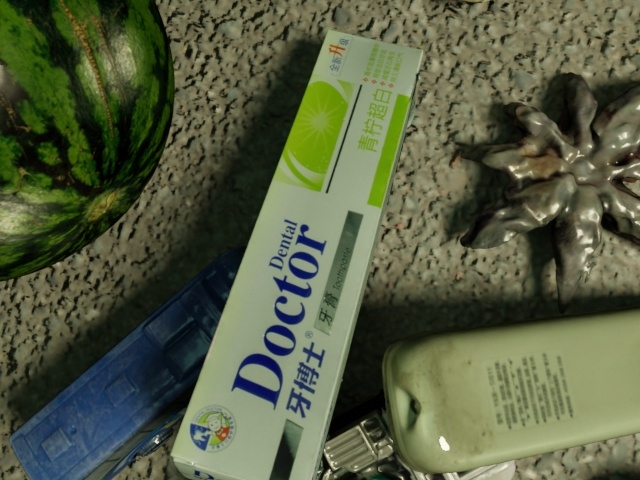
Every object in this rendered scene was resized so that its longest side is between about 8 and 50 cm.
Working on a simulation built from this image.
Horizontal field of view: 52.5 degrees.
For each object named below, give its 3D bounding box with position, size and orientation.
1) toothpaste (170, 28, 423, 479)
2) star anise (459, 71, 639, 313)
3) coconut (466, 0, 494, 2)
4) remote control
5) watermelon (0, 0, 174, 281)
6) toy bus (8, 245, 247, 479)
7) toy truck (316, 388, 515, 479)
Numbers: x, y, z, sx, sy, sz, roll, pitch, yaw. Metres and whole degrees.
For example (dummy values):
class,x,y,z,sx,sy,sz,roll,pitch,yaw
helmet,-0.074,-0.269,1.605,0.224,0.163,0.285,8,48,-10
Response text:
class,x,y,z,sx,sy,sz,roll,pitch,yaw
toothpaste,0.000,0.000,0.445,0.081,0.067,0.336,14,62,6
star anise,0.201,-0.045,0.495,0.204,0.061,0.181,-19,84,4
coconut,0.134,-0.263,0.469,0.161,0.162,0.161,-1,84,6
remote control,0.189,0.090,0.438,0.309,0.038,0.090,-5,77,-20
watermelon,-0.243,-0.111,0.435,0.285,0.285,0.285,-1,85,6
toy bus,-0.119,0.103,0.500,0.236,0.094,0.079,-41,83,1
toy truck,0.013,0.179,0.473,0.253,0.114,0.124,-27,87,1
